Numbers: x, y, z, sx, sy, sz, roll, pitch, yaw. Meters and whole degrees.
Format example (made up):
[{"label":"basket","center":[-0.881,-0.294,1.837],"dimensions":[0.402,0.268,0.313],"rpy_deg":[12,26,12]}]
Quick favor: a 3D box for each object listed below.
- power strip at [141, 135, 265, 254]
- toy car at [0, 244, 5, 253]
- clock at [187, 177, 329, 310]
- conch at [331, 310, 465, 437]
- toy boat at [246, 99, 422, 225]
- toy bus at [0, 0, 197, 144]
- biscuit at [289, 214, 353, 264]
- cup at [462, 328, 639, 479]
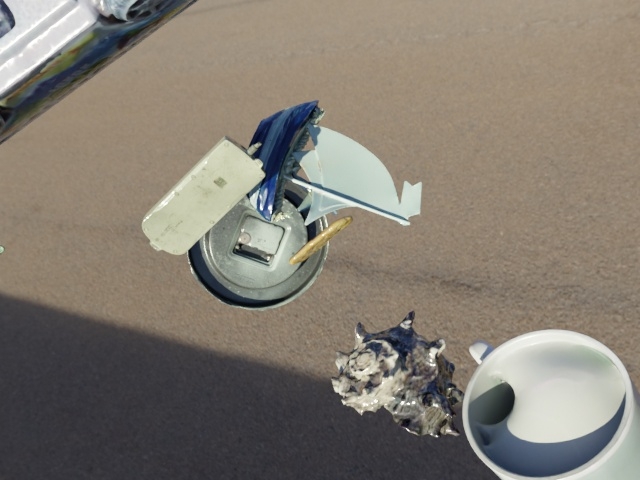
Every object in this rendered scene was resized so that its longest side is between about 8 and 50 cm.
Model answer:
[{"label":"power strip","center":[-0.166,-0.067,0.798],"dimensions":[0.227,0.080,0.029],"rpy_deg":[-41,27,15]},{"label":"toy car","center":[-0.950,-0.019,1.576],"dimensions":[0.055,0.142,0.069],"rpy_deg":[-27,44,-37]},{"label":"clock","center":[-0.169,-0.004,1.489],"dimensions":[0.386,0.386,0.076],"rpy_deg":[-32,16,-8]},{"label":"conch","center":[0.151,0.279,1.118],"dimensions":[0.241,0.186,0.313],"rpy_deg":[-28,47,-31]},{"label":"toy boat","center":[0.002,-0.091,0.871],"dimensions":[0.292,0.070,0.210],"rpy_deg":[42,77,9]},{"label":"toy bus","center":[-0.193,-0.159,0.390],"dimensions":[0.330,0.109,0.136],"rpy_deg":[-29,10,13]},{"label":"biscuit","center":[0.000,0.000,0.969],"dimensions":[0.147,0.018,0.071],"rpy_deg":[-40,-11,28]},{"label":"cup","center":[0.397,0.313,0.963],"dimensions":[0.259,0.274,0.356],"rpy_deg":[-42,30,-1]}]
